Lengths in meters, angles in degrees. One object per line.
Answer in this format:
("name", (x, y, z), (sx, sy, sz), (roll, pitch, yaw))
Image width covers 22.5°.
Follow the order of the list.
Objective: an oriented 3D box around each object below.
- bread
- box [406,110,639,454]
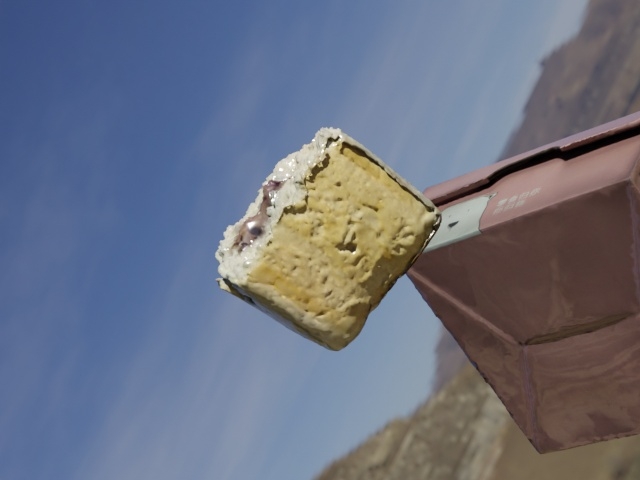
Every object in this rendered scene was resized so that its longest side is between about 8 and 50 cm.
("bread", (0.001, -0.001, 1.028), (0.125, 0.106, 0.082), (-54, 25, 1))
("box", (0.192, 0.035, 1.128), (0.215, 0.215, 0.086), (-20, 25, 39))
